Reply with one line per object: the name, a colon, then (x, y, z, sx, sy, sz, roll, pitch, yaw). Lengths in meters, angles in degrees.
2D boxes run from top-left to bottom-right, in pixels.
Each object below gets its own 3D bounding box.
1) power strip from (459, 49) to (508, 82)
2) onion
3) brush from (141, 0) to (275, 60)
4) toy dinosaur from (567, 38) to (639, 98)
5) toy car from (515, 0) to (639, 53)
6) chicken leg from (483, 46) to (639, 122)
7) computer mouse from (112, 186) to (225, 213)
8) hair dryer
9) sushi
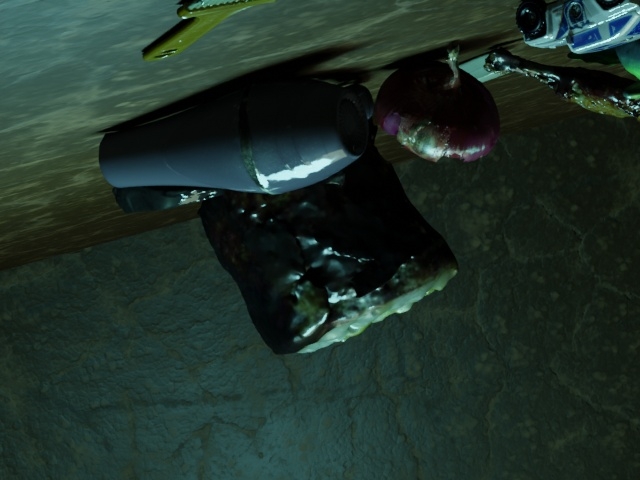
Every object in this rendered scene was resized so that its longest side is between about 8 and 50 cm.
power strip: (0.175, -0.208, 1.868, 0.047, 0.030, 0.191, -16, 180, -45)
onion: (0.145, -0.171, 1.665, 0.150, 0.150, 0.140, -14, 140, -37)
brush: (-0.087, -0.165, 1.086, 0.083, 0.010, 0.218, -15, 180, -26)
toy dinosaur: (0.332, -0.213, 1.567, 0.374, 0.144, 0.500, 2, -167, 45)
toy car: (0.278, -0.225, 1.423, 0.080, 0.070, 0.171, -13, 179, -42)
chicken leg: (0.322, -0.185, 1.752, 0.253, 0.051, 0.106, 18, -173, 21)
computer mouse: (-0.202, -0.081, 1.952, 0.122, 0.073, 0.217, -14, -176, -25)
hair dryer: (-0.040, -0.128, 1.623, 0.301, 0.121, 0.361, -6, -171, 30)
sushi: (-0.002, -0.001, 2.068, 0.299, 0.294, 0.281, -27, 178, -40)
